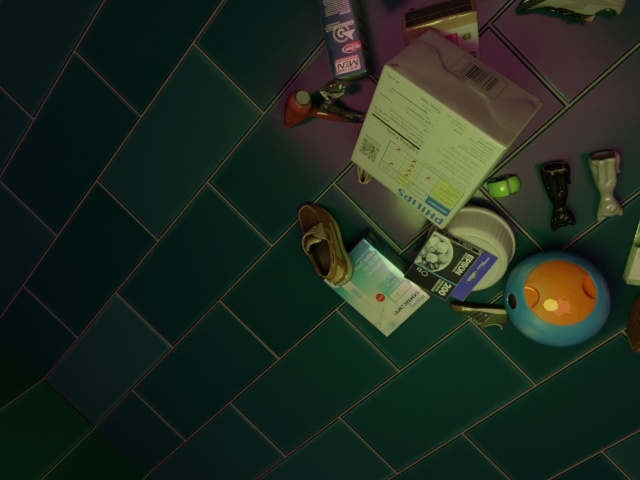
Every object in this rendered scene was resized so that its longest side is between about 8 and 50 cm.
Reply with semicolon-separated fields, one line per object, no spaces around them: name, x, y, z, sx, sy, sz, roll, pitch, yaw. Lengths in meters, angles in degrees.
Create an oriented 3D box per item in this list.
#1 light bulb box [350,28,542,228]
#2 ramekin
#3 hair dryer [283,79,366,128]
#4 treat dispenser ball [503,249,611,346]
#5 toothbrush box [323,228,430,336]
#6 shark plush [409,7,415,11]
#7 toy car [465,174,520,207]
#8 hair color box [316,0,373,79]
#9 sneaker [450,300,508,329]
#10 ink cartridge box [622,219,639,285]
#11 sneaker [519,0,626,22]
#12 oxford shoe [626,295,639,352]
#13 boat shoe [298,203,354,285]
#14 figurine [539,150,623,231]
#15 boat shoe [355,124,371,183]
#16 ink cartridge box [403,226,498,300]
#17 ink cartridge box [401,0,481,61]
light bulb box;0.315;-0.289;1.289;0.358;0.225;0.361;40;151;11
ramekin;0.462;0.036;1.484;0.273;0.127;0.272;11;125;16
hair dryer;-0.009;-0.394;1.492;0.294;0.224;0.080;1;69;35
treat dispenser ball;0.699;0.172;1.417;0.288;0.288;0.288;4;108;13
toothbrush box;0.196;0.144;1.626;0.295;0.126;0.216;42;112;-2
shark plush;0.310;-0.607;1.358;0.073;0.067;0.161;-29;137;13
toy car;0.510;-0.152;1.489;0.225;0.053;0.239;-15;103;19
hair color box;0.062;-0.651;1.383;0.105;0.174;0.347;-10;104;17
sneaker;0.535;0.259;1.604;0.192;0.064;0.086;4;103;10
ink cartridge box;1.027;0.027;1.413;0.171;0.056;0.235;9;111;12
sneaker;0.677;-0.637;1.272;0.272;0.100;0.107;0;112;14
oxford shoe;1.030;0.198;1.378;0.147;0.140;0.396;6;134;4
boat shoe;0.000;0.000;1.565;0.123;0.116;0.324;-45;55;24
figurine;0.783;-0.140;1.413;0.215;0.092;0.209;-12;111;17
boat shoe;0.146;-0.276;1.534;0.068;0.072;0.189;0;107;15
ink cartridge box;0.389;0.085;1.439;0.208;0.045;0.206;27;128;3
ink cartridge box;0.343;-0.535;1.327;0.193;0.088;0.234;-9;145;18
